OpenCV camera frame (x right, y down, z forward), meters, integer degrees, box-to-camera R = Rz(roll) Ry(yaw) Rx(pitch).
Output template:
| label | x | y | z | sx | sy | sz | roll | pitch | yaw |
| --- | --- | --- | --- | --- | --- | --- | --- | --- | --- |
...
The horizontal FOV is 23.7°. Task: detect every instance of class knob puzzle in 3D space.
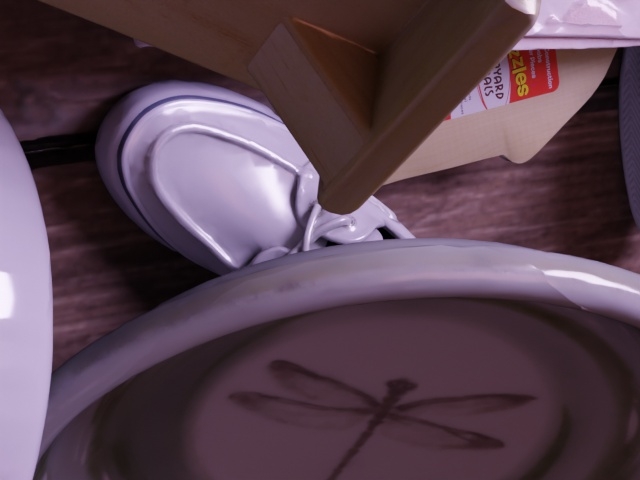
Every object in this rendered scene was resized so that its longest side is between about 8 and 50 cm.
| label | x | y | z | sx | sy | sz | roll | pitch | yaw |
| --- | --- | --- | --- | --- | --- | --- | --- | --- | --- |
| knob puzzle | 0.093 | -0.137 | 0.837 | 0.213 | 0.030 | 0.213 | -6 | 103 | -25 |

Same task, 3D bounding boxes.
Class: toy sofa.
| label | x | y | z | sx | sy | sz | roll | pitch | yaw |
| --- | --- | --- | --- | --- | --- | --- | --- | --- | --- |
| toy sofa | -0.099 | -0.168 | 0.553 | 0.362 | 0.150 | 0.177 | 21 | 54 | -17 |

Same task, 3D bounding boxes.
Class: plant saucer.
| label | x | y | z | sx | sy | sz | roll | pitch | yaw |
| --- | --- | --- | --- | --- | --- | --- | --- | --- | --- |
| plant saucer | 0.028 | 0.110 | 0.791 | 0.400 | 0.101 | 0.400 | -4 | 139 | -4 |

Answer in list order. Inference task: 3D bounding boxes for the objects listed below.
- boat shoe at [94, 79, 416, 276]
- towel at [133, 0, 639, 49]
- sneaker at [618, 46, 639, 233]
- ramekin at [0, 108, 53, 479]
| label | x | y | z | sx | sy | sz | roll | pitch | yaw |
| --- | --- | --- | --- | --- | --- | --- | --- | --- | --- |
| boat shoe | 0.000 | 0.000 | 0.807 | 0.258 | 0.084 | 0.095 | 28 | 92 | -33 |
| towel | 0.058 | -0.258 | 0.747 | 0.317 | 0.053 | 0.332 | -6 | 104 | -25 |
| sneaker | 0.272 | -0.135 | 0.897 | 0.169 | 0.108 | 0.293 | -6 | 109 | -24 |
| ramekin | -0.219 | 0.044 | 0.598 | 0.135 | 0.277 | 0.277 | 9 | 103 | -39 |
